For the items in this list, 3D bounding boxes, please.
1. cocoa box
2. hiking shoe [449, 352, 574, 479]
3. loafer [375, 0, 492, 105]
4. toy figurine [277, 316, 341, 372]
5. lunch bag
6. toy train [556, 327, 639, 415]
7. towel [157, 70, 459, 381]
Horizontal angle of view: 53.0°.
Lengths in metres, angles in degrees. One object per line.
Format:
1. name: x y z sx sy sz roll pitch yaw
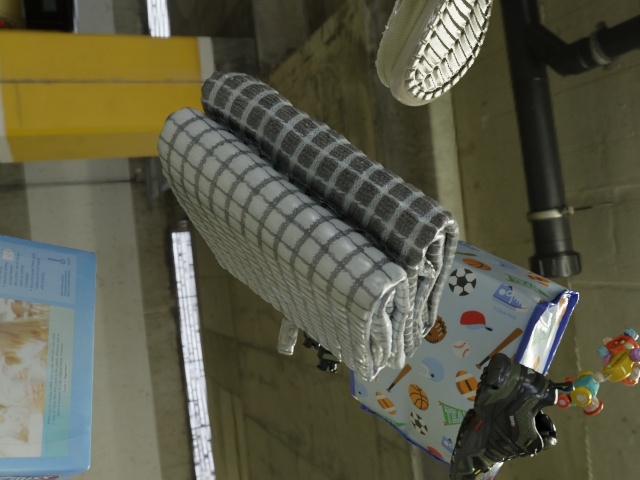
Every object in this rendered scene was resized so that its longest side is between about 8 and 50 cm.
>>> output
1. cocoa box: -0.493 0.190 0.966 0.228 0.231 0.347 -31 -124 40
2. hiking shoe: 0.238 0.255 0.821 0.086 0.114 0.227 -52 157 -54
3. loafer: 0.115 -0.252 0.608 0.092 0.102 0.268 21 -99 35
4. toy figurine: 0.014 0.219 1.579 0.209 0.213 0.148 16 -84 34
5. lunch bag: 0.239 0.208 1.191 0.328 0.239 0.385 27 -71 35
6. toy train: 0.387 0.186 0.881 0.046 0.166 0.125 55 -3 5
7. towel: 0.000 0.000 0.583 0.235 0.121 0.283 37 -15 19
